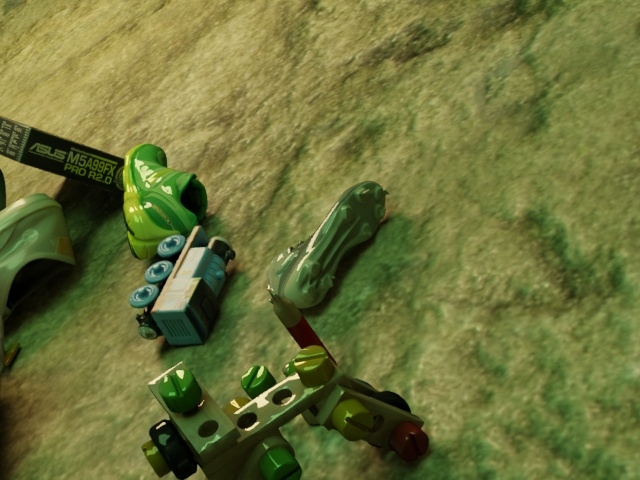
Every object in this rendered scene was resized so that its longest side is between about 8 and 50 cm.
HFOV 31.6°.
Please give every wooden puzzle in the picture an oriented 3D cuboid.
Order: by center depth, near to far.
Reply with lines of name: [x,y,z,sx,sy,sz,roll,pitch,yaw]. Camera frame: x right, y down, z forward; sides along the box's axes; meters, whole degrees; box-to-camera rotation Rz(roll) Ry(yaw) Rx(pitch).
wooden puzzle: [-0.492,0.192,1.649,0.116,0.014,0.078,-21,31,17]

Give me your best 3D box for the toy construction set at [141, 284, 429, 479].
toy construction set: [-0.049,0.157,1.117,0.257,0.237,0.309,-25,34,13]

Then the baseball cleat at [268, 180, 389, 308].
baseball cleat: [0.000,0.000,1.431,0.109,0.072,0.206,-2,40,48]

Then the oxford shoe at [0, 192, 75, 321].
oxford shoe: [-0.555,0.107,1.704,0.449,0.130,0.169,-38,-8,-5]

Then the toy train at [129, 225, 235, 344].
toy train: [-0.177,0.059,1.501,0.105,0.080,0.184,-3,41,25]

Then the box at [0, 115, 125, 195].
box: [-0.441,-0.145,1.855,0.270,0.216,0.060,20,91,51]

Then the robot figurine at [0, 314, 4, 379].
robot figurine: [-0.519,0.209,1.472,0.300,0.200,0.353,-43,33,17]

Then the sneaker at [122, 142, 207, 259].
sneaker: [-0.232,-0.058,1.693,0.123,0.109,0.295,-7,29,-8]

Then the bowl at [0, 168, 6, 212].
bowl: [-0.614,-0.041,1.846,0.311,0.163,0.312,-22,65,59]
